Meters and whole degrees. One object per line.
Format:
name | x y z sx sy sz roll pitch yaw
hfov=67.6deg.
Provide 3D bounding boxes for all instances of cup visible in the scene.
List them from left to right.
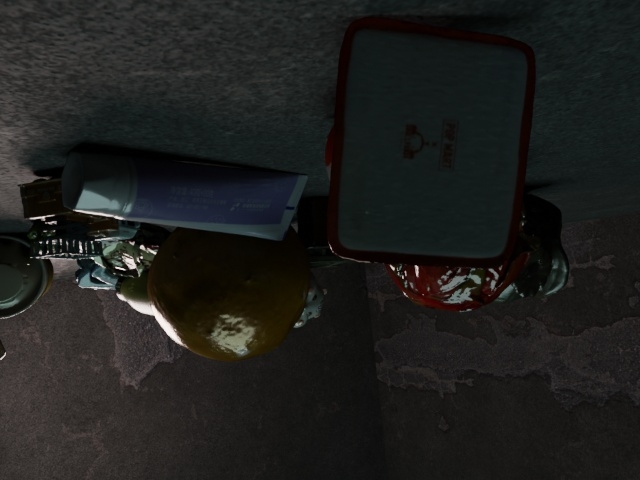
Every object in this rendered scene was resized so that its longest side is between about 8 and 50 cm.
cup | -0.763 0.068 1.138 0.241 0.185 0.226 32 169 -14

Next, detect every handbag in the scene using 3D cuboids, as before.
handbag | -0.413 0.017 1.053 0.213 0.127 0.235 -3 173 -4

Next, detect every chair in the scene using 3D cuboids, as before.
chair | 0.000 0.000 1.241 0.147 0.136 0.270 -13 172 42

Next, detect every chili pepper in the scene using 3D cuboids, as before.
chili pepper | -0.544 -0.009 0.958 0.072 0.073 0.204 -22 -169 -18

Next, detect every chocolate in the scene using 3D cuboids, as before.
chocolate | 0.091 -0.041 1.091 0.321 0.112 0.112 -4 175 -28

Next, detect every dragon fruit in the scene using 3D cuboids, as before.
dragon fruit | 0.260 0.007 0.935 0.277 0.277 0.342 -6 175 6

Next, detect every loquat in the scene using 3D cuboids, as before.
loquat | -0.171 0.079 0.942 0.328 0.328 0.328 -6 174 -1

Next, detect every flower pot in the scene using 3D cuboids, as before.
flower pot | 0.468 0.018 1.198 0.213 0.301 0.302 -4 174 -7

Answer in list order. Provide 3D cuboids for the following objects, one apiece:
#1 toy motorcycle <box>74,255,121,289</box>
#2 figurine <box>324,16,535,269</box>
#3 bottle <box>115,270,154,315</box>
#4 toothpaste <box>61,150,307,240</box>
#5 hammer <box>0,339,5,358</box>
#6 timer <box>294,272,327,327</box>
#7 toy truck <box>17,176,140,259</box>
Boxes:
toy motorcycle | -0.517 0.051 1.278 0.260 0.154 0.206 -10 155 -35
figurine | 0.068 -0.081 0.477 0.160 0.183 0.226 4 -175 -10
bottle | -0.399 0.122 1.145 0.260 0.112 0.112 2 180 40
toothpaste | -0.166 -0.060 0.696 0.371 0.125 0.080 4 -156 -45
hammer | -0.711 0.116 0.956 0.168 0.044 0.440 3 136 -16
timer | -0.141 0.132 1.256 0.315 0.290 0.291 14 170 -11
toy truck | -0.346 -0.031 0.718 0.080 0.115 0.178 -7 176 11
